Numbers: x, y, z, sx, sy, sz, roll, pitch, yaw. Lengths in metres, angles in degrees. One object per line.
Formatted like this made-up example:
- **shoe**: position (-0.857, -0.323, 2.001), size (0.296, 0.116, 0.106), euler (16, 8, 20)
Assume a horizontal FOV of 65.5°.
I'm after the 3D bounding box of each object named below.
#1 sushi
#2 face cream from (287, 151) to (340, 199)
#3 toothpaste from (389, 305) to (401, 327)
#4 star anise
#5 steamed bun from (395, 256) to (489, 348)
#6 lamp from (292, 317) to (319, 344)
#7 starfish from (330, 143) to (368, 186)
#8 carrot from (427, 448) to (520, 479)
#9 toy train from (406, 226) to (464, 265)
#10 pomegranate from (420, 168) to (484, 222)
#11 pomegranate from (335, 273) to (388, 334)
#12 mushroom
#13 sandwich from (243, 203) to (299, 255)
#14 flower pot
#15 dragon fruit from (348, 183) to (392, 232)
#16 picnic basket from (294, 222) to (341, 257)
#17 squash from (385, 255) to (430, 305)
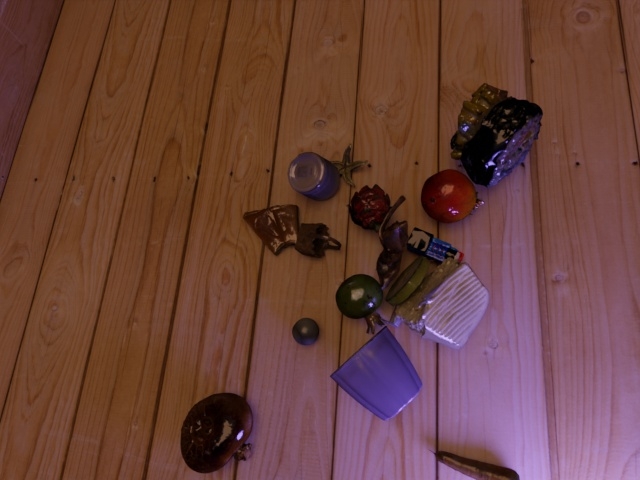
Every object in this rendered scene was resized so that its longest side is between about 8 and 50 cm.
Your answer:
- **sushi**: position (0.622, -0.395, 1.862), size (0.285, 0.328, 0.329), euler (40, 78, 23)
- **face cream**: position (-0.027, -0.265, 2.061), size (0.177, 0.153, 0.177), euler (-5, 79, 26)
- **toothpaste**: position (0.316, 0.234, 1.880), size (0.067, 0.043, 0.194), euler (23, 71, 23)
- **star anise**: position (0.262, 0.020, 1.849), size (0.109, 0.292, 0.349), euler (11, 108, -1)
- **steamed bun**: position (0.420, 0.216, 1.769), size (0.273, 0.272, 0.290), euler (44, 83, -17)
- **lamp**: position (-0.056, 0.346, 1.895), size (0.105, 0.105, 0.105), euler (-5, 69, 12)
- **starfish**: position (0.106, -0.298, 2.113), size (0.208, 0.053, 0.176), euler (-29, 66, 23)
- **carrot**: position (0.497, 0.744, 1.634), size (0.298, 0.078, 0.078), euler (13, 74, 21)
- **toy train**: position (0.428, 0.036, 1.871), size (0.204, 0.131, 0.082), euler (24, 77, 21)
- **pomegranate**: position (0.497, -0.166, 1.892), size (0.235, 0.210, 0.210), euler (4, 69, -12)
- **pomegranate**: position (0.160, 0.237, 1.855), size (0.181, 0.181, 0.224), euler (-28, 89, 3)
- **mushroom**: position (-0.377, 0.700, 1.814), size (0.278, 0.163, 0.297), euler (33, 79, 23)
- **sandwich**: position (-0.207, -0.037, 2.094), size (0.245, 0.063, 0.212), euler (-10, 70, 12)
- **flower pot**: position (0.207, 0.467, 1.713), size (0.265, 0.265, 0.243), euler (-42, 76, -3)
- **dragon fruit**: position (0.199, -0.128, 1.974), size (0.182, 0.188, 0.182), euler (0, 100, -2)
- **picnic basket**: position (0.000, 0.000, 1.992), size (0.178, 0.128, 0.137), euler (6, 74, 34)
- **squash**: position (0.319, 0.148, 1.820), size (0.041, 0.219, 0.219), euler (39, 83, 1)
